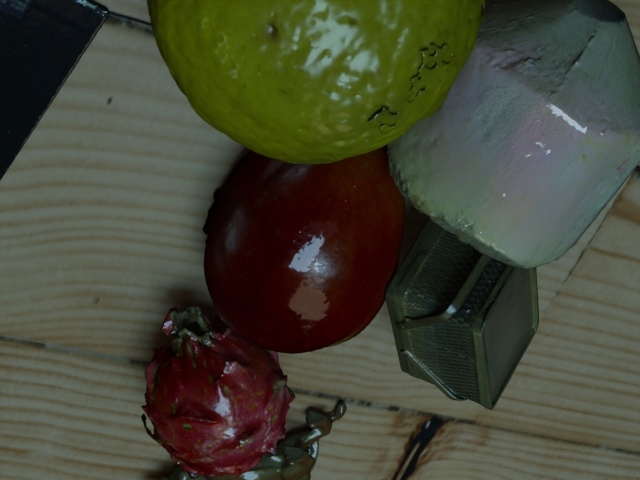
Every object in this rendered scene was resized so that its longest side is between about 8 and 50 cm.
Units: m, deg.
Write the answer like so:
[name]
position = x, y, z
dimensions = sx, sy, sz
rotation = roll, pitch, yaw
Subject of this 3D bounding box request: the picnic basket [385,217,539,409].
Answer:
[picnic basket]
position = 0.194, 0.092, 1.810
dimensions = 0.165, 0.139, 0.266
rotation = -57, 155, -23

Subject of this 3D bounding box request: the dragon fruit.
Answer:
[dragon fruit]
position = -0.143, 0.203, 1.843
dimensions = 0.205, 0.210, 0.268
rotation = -26, 126, -18

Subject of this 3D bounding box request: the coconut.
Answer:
[coconut]
position = 0.251, -0.157, 1.623
dimensions = 0.297, 0.297, 0.309
rotation = 18, 117, -28

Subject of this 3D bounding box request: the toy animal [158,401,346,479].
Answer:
[toy animal]
position = -0.110, 0.342, 2.034
dimensions = 0.312, 0.097, 0.157
rotation = -7, 140, -14

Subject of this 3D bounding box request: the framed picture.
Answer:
[framed picture]
position = -0.438, -0.189, 1.568
dimensions = 0.255, 0.014, 0.338
rotation = 24, 117, -31

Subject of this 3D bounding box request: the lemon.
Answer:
[lemon]
position = -0.014, -0.263, 1.433
dimensions = 0.387, 0.350, 0.350
rotation = 42, 108, -19

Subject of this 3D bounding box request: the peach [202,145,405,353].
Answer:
[peach]
position = 0.000, 0.000, 1.721
dimensions = 0.258, 0.201, 0.361
rotation = 15, 121, -25
